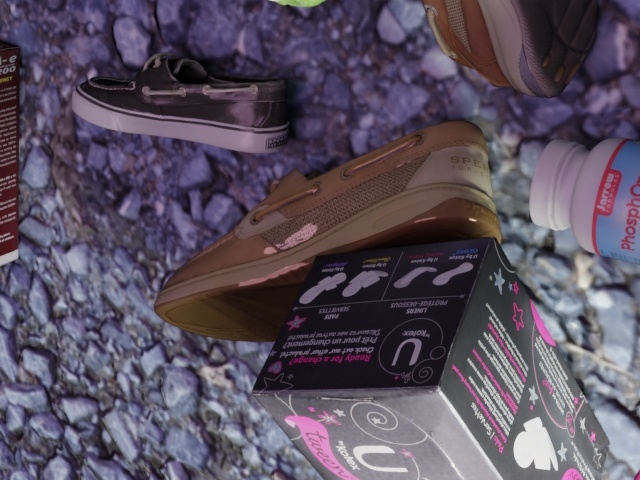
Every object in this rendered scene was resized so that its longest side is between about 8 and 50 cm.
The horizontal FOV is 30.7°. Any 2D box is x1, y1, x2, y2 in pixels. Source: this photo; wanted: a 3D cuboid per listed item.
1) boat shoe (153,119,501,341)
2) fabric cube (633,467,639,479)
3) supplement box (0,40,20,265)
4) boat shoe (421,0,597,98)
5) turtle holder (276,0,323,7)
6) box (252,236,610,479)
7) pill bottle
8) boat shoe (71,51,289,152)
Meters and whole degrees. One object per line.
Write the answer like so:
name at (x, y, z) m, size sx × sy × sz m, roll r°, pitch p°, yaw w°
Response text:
boat shoe at (0.000, 0.000, 0.987) m, size 0.341 × 0.122 × 0.110 m, roll -19°, pitch 56°, yaw 32°
fabric cube at (0.370, 0.088, 0.672) m, size 0.258 × 0.254 × 0.259 m, roll 32°, pitch 120°, yaw 19°
supplement box at (-0.386, -0.097, 1.222) m, size 0.130 × 0.073 × 0.239 m, roll 20°, pitch 117°, yaw 26°
boat shoe at (0.092, -0.237, 0.784) m, size 0.116 × 0.123 × 0.324 m, roll 14°, pitch 136°, yaw 41°
turtle holder at (-0.120, -0.285, 0.886) m, size 0.243 × 0.227 × 0.320 m, roll -27°, pitch 90°, yaw 36°
box at (0.091, 0.137, 0.879) m, size 0.163 × 0.142 × 0.247 m, roll -7°, pitch 131°, yaw 35°
pill bottle at (0.235, -0.025, 0.825) m, size 0.160 × 0.087 × 0.087 m, roll 15°, pitch 114°, yaw 29°
boat shoe at (-0.126, -0.132, 1.041) m, size 0.219 × 0.078 × 0.070 m, roll 11°, pitch 112°, yaw 22°
